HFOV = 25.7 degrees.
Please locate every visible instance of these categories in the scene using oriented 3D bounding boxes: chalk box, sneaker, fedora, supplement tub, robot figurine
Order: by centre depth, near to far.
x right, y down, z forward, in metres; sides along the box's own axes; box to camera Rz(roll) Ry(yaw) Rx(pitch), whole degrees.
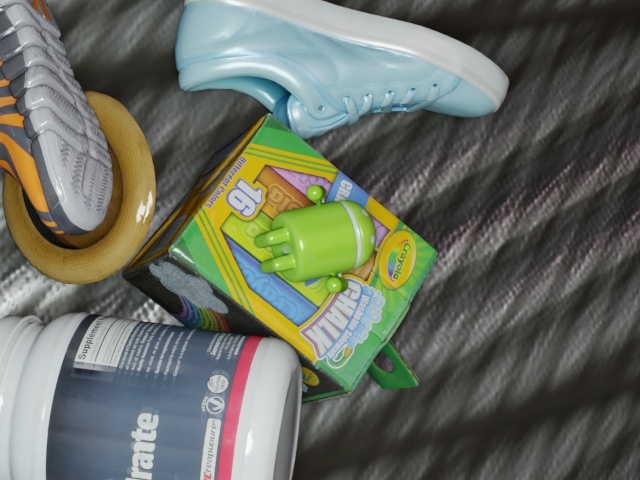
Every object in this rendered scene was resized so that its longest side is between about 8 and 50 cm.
[{"bbox_3d":[-0.163,0.167,1.268,0.272,0.191,0.191,7,76,7],"label":"supplement tub"},{"bbox_3d":[0.000,0.000,1.283,0.115,0.067,0.101,-12,87,-24],"label":"robot figurine"},{"bbox_3d":[-0.312,-0.108,1.304,0.180,0.124,0.321,-29,57,8],"label":"sneaker"},{"bbox_3d":[-0.222,-0.049,1.374,0.079,0.194,0.194,14,70,-61],"label":"fedora"},{"bbox_3d":[-0.016,0.045,1.404,0.289,0.180,0.179,39,68,-12],"label":"chalk box"},{"bbox_3d":[0.017,-0.163,1.495,0.366,0.135,0.150,14,82,-10],"label":"sneaker"}]
